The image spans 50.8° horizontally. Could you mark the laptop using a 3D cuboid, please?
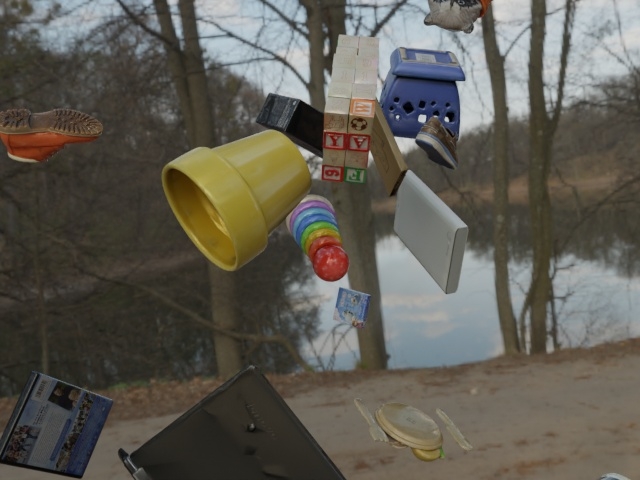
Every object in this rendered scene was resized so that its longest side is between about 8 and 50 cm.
[{"bbox_3d":[-0.133,0.447,1.167,0.236,0.382,0.408,-38,1,-23],"label":"laptop"}]

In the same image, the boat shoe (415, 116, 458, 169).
[{"bbox_3d":[0.254,-0.198,1.386,0.066,0.066,0.183,25,0,26],"label":"boat shoe"}]

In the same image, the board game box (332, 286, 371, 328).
[{"bbox_3d":[0.082,0.176,1.772,0.090,0.090,0.020,14,6,31],"label":"board game box"}]

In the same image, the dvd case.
[{"bbox_3d":[-0.551,0.393,1.414,0.022,0.181,0.253,9,-21,26],"label":"dvd case"}]

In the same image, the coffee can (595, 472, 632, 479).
[{"bbox_3d":[0.439,0.550,1.154,0.275,0.202,0.201,-18,6,-17],"label":"coffee can"}]

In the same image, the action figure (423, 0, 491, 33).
[{"bbox_3d":[0.234,-0.433,0.888,0.178,0.330,0.341,21,9,-11],"label":"action figure"}]

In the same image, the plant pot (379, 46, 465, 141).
[{"bbox_3d":[0.292,-0.428,1.940,0.235,0.212,0.236,6,29,1],"label":"plant pot"}]

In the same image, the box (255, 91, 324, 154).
[{"bbox_3d":[-0.025,-0.311,1.919,0.261,0.103,0.184,25,5,-35],"label":"box"}]

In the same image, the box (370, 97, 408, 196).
[{"bbox_3d":[0.148,-0.222,1.607,0.021,0.201,0.164,-19,-15,-10],"label":"box"}]

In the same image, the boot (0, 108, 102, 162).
[{"bbox_3d":[-0.433,-0.165,1.092,0.157,0.085,0.059,-1,45,-13],"label":"boot"}]

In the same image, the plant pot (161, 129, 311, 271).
[{"bbox_3d":[-0.159,-0.104,1.396,0.239,0.254,0.254,-37,17,-26],"label":"plant pot"}]

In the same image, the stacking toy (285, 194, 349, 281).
[{"bbox_3d":[0.000,0.000,1.731,0.141,0.141,0.330,-8,25,-8],"label":"stacking toy"}]

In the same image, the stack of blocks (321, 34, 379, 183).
[{"bbox_3d":[0.063,-0.278,1.316,0.087,0.297,0.171,6,-39,3],"label":"stack of blocks"}]

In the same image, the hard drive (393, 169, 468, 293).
[{"bbox_3d":[0.284,-0.028,1.789,0.040,0.203,0.307,-10,35,-17],"label":"hard drive"}]

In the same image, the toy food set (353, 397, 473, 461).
[{"bbox_3d":[0.147,0.321,1.133,0.192,0.039,0.132,13,17,-23],"label":"toy food set"}]
